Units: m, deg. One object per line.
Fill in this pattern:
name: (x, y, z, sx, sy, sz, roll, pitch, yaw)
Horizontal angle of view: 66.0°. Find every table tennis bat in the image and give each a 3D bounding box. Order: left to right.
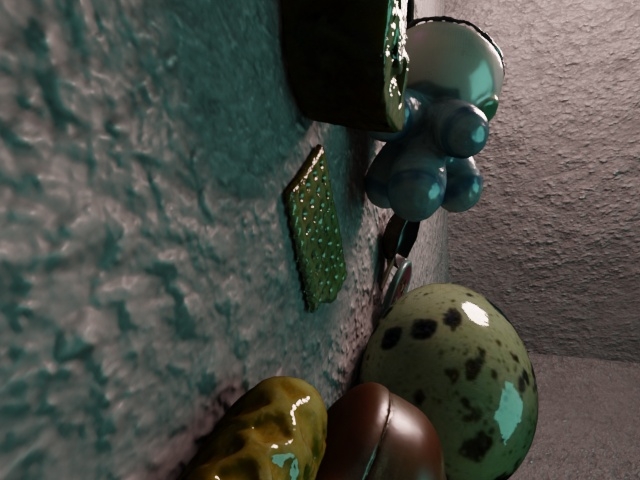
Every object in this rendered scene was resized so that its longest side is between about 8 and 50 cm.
table tennis bat: (0.168, 0.129, 1.067, 0.153, 0.040, 0.244, -64, 158, -15)

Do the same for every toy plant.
toy plant: (0.170, -0.172, 0.802, 0.247, 0.247, 0.332, 70, 31, -48)

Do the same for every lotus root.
lotus root: (0.032, -0.231, 0.519, 0.138, 0.119, 0.235, -40, 131, -67)

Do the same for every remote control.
remote control: (0.204, -0.472, 1.139, 0.072, 0.042, 0.222, 64, 31, -55)

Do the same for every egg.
egg: (0.211, 0.233, 0.830, 0.379, 0.287, 0.288, -68, 153, -43)

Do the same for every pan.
pan: (0.147, 0.001, 0.990, 0.202, 0.048, 0.128, -35, 137, -55)

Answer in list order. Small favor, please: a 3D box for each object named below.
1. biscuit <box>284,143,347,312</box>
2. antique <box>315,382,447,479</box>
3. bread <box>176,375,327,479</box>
biscuit: (-0.001, 0.000, 0.601, 0.144, 0.016, 0.203, -63, 148, -53)
antique: (0.030, 0.254, 0.463, 0.224, 0.129, 0.278, -58, 175, -2)
bread: (-0.062, 0.185, 0.320, 0.269, 0.087, 0.098, -46, 131, -65)
